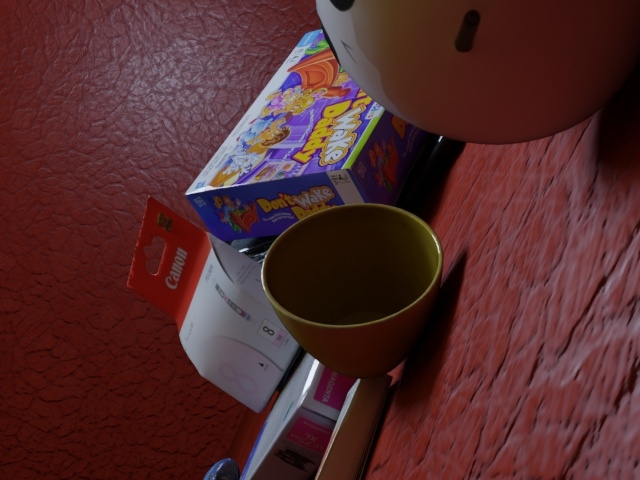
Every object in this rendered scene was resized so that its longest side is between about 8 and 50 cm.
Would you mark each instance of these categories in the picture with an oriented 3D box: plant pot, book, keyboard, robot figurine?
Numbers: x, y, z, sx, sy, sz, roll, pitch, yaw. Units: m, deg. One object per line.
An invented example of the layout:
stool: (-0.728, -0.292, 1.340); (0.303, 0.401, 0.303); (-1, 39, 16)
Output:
plant pot: (0.030, 0.050, 0.670); (0.134, 0.134, 0.095); (-69, -25, -45)
book: (0.013, 0.181, 0.703); (0.096, 0.035, 0.144); (111, -178, -65)
keyboard: (0.125, -0.095, 0.961); (0.108, 0.023, 0.180); (-65, 2, -32)
robot figurine: (0.102, -0.184, 0.452); (0.173, 0.209, 0.278); (3, 63, 44)

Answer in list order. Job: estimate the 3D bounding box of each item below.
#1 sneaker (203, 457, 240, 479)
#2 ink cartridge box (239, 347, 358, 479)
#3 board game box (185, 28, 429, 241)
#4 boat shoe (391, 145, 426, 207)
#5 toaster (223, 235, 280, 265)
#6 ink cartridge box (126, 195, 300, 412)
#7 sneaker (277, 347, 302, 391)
sneaker: (-0.208, 0.547, 1.768); (0.087, 0.083, 0.221); (-40, 29, 54)
ink cartridge box: (-0.011, 0.173, 0.944); (0.186, 0.065, 0.311); (-66, 4, -38)
board game box: (0.022, -0.151, 1.050); (0.233, 0.078, 0.347); (-6, 39, 36)
boat shoe: (0.064, -0.034, 1.119); (0.083, 0.075, 0.226); (-71, 5, -66)
toaster: (-0.039, 0.043, 1.069); (0.227, 0.146, 0.129); (-19, 25, 28)
ink cartridge box: (-0.131, 0.080, 1.020); (0.066, 0.232, 0.189); (-59, -3, -43)
sneaker: (-0.006, 0.126, 1.225); (0.229, 0.086, 0.132); (-56, -7, -24)
